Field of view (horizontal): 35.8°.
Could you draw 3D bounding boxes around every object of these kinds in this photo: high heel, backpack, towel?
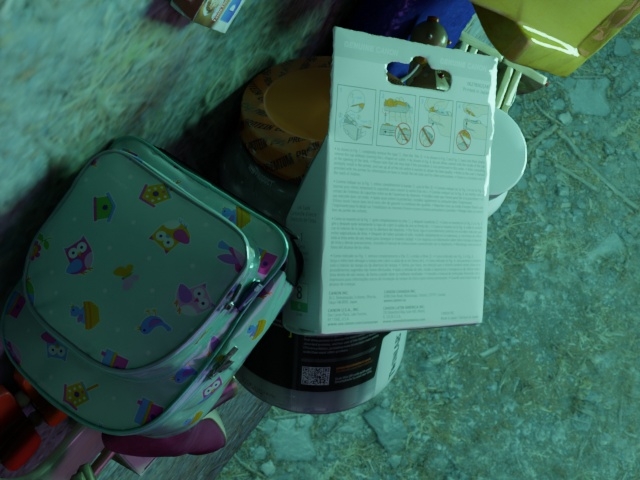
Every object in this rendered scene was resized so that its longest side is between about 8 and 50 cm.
[{"bbox_3d":[-0.144,0.171,0.894,0.117,0.082,0.244,-26,172,-21],"label":"high heel"},{"bbox_3d":[-0.123,0.041,0.684,0.188,0.166,0.144,-57,169,2],"label":"backpack"},{"bbox_3d":[0.056,-0.186,1.052,0.308,0.076,0.227,-57,163,26],"label":"towel"}]

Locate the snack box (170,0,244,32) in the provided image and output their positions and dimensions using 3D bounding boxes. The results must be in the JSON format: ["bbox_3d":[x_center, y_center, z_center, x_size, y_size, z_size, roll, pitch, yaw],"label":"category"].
[{"bbox_3d":[-0.031,-0.215,0.629,0.178,0.022,0.064,-55,172,12],"label":"snack box"}]

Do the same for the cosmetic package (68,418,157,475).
[{"bbox_3d":[-0.208,0.197,1.038,0.060,0.041,0.115,-47,-147,-23],"label":"cosmetic package"}]

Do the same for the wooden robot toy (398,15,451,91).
[{"bbox_3d":[0.113,-0.175,0.957,0.173,0.076,0.079,-25,121,-79],"label":"wooden robot toy"}]

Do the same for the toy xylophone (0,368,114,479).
[{"bbox_3d":[-0.195,0.120,0.889,0.323,0.081,0.236,-48,170,-29],"label":"toy xylophone"}]

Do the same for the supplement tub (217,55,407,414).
[{"bbox_3d":[0.000,0.000,0.934,0.193,0.193,0.316,-46,153,-38],"label":"supplement tub"}]

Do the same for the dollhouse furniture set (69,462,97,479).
[{"bbox_3d":[-0.259,0.206,0.661,0.212,0.161,0.242,-21,176,-12],"label":"dollhouse furniture set"}]

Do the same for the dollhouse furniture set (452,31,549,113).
[{"bbox_3d":[0.162,-0.152,1.214,0.129,0.129,0.183,-68,-163,-9],"label":"dollhouse furniture set"}]

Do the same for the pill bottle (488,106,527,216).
[{"bbox_3d":[0.119,-0.064,1.026,0.124,0.124,0.221,-50,-175,-20],"label":"pill bottle"}]

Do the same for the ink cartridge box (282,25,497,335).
[{"bbox_3d":[0.058,-0.041,0.783,0.181,0.056,0.225,1,91,-39],"label":"ink cartridge box"}]

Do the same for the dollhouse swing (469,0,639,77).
[{"bbox_3d":[0.201,-0.357,0.789,0.347,0.305,0.315,-45,-140,32],"label":"dollhouse swing"}]
